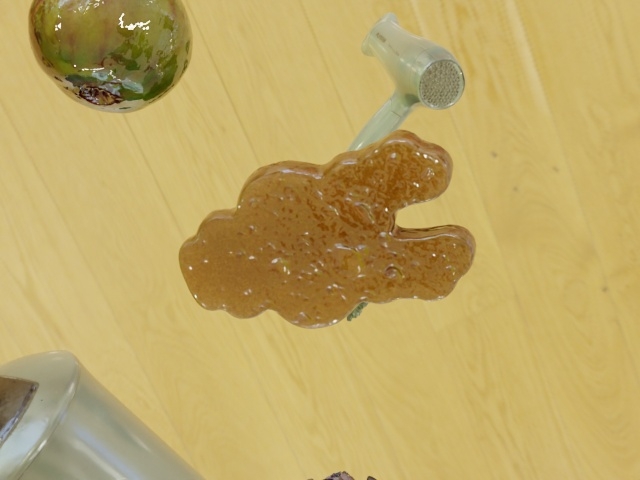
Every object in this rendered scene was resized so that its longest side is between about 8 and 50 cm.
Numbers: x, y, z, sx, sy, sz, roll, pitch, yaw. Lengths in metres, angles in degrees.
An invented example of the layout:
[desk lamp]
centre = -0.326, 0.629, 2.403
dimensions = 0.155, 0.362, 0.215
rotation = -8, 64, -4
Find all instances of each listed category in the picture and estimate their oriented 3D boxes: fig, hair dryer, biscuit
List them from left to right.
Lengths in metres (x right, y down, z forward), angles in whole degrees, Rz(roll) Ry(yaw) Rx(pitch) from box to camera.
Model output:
[fig]
centre = -0.179, -0.238, 1.027
dimensions = 0.149, 0.149, 0.245
rotation = 9, 76, -16
[biscuit]
centre = 0.001, -0.001, 1.153
dimensions = 0.295, 0.044, 0.186
rotation = -11, 110, 16
[hair dryer]
centre = 0.059, -0.152, 1.419
dimensions = 0.075, 0.206, 0.237
rotation = 28, 102, -30

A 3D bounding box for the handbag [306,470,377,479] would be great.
[handbag]
centre = 0.056, 0.250, 0.723
dimensions = 0.229, 0.208, 0.127
rotation = 42, 110, -19

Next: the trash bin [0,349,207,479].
[trash bin]
centre = -0.278, 0.333, 1.394
dimensions = 0.280, 0.280, 0.432
rotation = -44, 111, 5

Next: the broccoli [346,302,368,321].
[broccoli]
centre = -0.027, 0.051, 1.534
dimensions = 0.204, 0.118, 0.122
rotation = -10, 118, -5
